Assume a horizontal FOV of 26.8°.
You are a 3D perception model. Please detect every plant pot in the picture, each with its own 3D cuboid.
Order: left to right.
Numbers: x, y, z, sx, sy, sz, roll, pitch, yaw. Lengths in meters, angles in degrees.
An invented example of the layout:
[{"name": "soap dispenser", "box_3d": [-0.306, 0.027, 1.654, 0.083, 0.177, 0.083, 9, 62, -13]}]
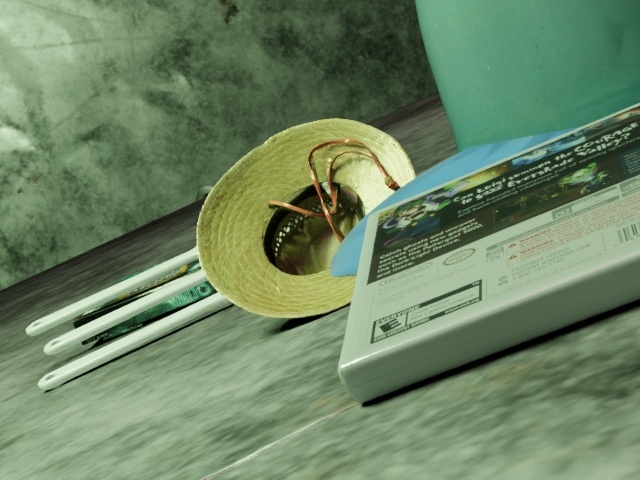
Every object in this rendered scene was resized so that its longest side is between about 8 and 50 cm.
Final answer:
[{"name": "plant pot", "box_3d": [0.176, -0.185, 0.861, 0.272, 0.255, 0.271, -23, 6, 3]}]

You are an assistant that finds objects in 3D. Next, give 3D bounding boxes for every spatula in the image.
[{"name": "spatula", "box_3d": [-0.110, 0.035, 1.024, 0.242, 0.019, 0.168, -25, 21, -8]}]

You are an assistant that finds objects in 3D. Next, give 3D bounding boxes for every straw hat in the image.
[{"name": "straw hat", "box_3d": [0.000, 0.000, 0.830, 0.144, 0.144, 0.061, -24, -35, -1]}]

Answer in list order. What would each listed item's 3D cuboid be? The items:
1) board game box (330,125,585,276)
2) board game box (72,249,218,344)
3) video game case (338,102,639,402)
[{"name": "board game box", "box_3d": [0.085, -0.009, 0.722, 0.133, 0.033, 0.169, -42, 19, -31]}, {"name": "board game box", "box_3d": [-0.133, 0.039, 1.168, 0.126, 0.026, 0.186, -22, 7, 7]}, {"name": "video game case", "box_3d": [0.103, -0.008, 0.585, 0.190, 0.022, 0.173, -23, 18, 15]}]
